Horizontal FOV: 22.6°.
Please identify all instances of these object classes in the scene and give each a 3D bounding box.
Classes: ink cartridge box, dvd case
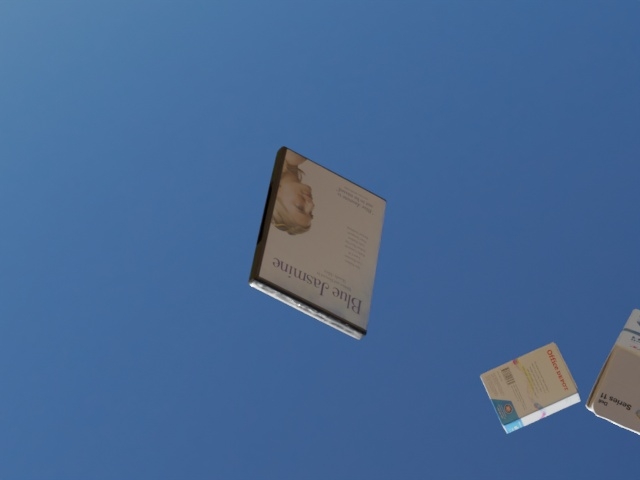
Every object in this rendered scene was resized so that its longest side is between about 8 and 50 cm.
[{"bbox_3d":[0.403,0.164,1.844,0.153,0.087,0.208,24,-164,12],"label":"ink cartridge box"},{"bbox_3d":[0.311,0.217,2.361,0.122,0.052,0.088,-25,-116,5],"label":"ink cartridge box"},{"bbox_3d":[0.000,0.000,2.212,0.022,0.180,0.253,-44,-154,43],"label":"dvd case"}]
